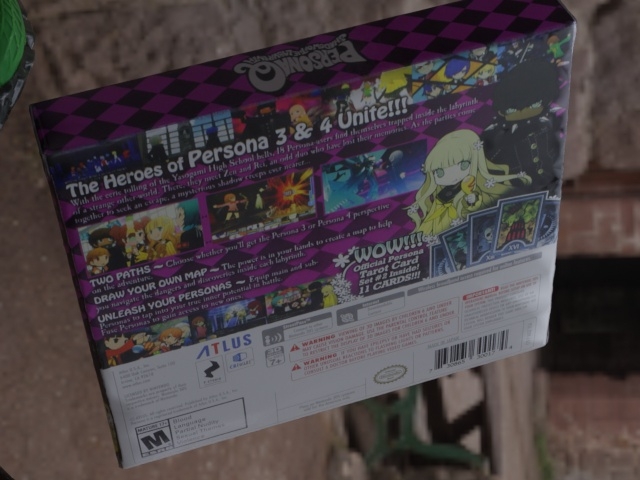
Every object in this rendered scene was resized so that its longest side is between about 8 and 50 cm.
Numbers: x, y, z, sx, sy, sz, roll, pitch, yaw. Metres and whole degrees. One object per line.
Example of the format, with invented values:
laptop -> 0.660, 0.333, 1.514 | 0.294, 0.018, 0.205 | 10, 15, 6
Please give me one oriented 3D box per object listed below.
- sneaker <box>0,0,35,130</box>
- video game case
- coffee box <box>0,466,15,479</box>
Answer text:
sneaker -> -0.257, -0.118, 0.603 | 0.134, 0.343, 0.146 | -53, 150, -1
video game case -> 0.000, 0.000, 0.654 | 0.210, 0.232, 0.042 | 85, -15, -45
coffee box -> -0.116, 0.224, 0.526 | 0.168, 0.297, 0.119 | -40, 167, -41
